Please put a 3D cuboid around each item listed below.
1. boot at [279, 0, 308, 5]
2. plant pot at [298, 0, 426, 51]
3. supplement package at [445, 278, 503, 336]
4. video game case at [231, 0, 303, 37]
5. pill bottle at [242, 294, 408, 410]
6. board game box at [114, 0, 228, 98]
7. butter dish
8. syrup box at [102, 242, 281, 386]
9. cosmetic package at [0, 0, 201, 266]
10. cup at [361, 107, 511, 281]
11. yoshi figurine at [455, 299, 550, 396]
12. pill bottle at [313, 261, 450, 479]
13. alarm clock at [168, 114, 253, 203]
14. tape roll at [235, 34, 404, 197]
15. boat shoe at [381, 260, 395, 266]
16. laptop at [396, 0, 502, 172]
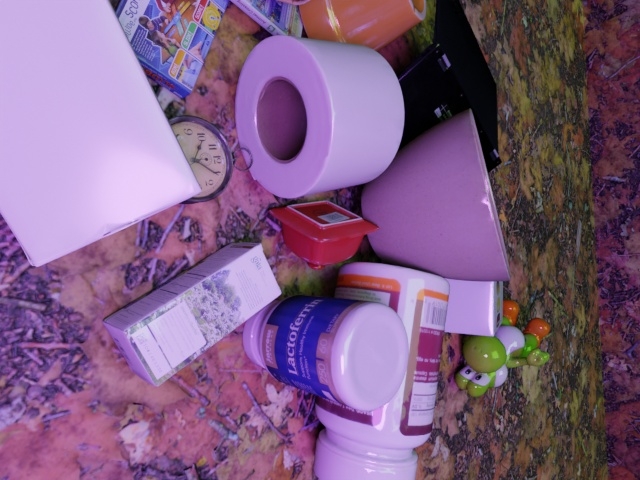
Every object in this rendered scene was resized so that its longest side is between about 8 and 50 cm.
[{"bbox_3d":[0.010,-0.493,0.697,0.262,0.095,0.203,5,71,2],"label":"boot"},{"bbox_3d":[0.091,-0.451,0.804,0.205,0.188,0.205,16,71,-54],"label":"plant pot"},{"bbox_3d":[0.381,0.152,1.063,0.244,0.134,0.139,3,87,-62],"label":"supplement package"},{"bbox_3d":[-0.101,-0.478,0.749,0.193,0.023,0.212,25,62,-39],"label":"video game case"},{"bbox_3d":[-0.005,0.167,0.682,0.153,0.264,0.153,3,85,-42],"label":"pill bottle"},{"bbox_3d":[-0.231,-0.344,0.646,0.136,0.035,0.201,29,70,-38],"label":"board game box"},{"bbox_3d":[0.000,0.000,0.790,0.160,0.160,0.118,-12,120,-41],"label":"butter dish"},{"bbox_3d":[-0.183,0.098,0.636,0.237,0.096,0.093,-36,114,-37],"label":"syrup box"},{"bbox_3d":[-0.300,-0.183,0.461,0.197,0.155,0.365,-25,109,-12],"label":"cosmetic package"},{"bbox_3d":[0.221,-0.065,0.844,0.331,0.237,0.331,40,44,-53],"label":"cup"},{"bbox_3d":[0.521,0.297,1.211,0.362,0.203,0.203,-29,92,-36],"label":"yoshi figurine"},{"bbox_3d":[0.113,0.253,0.810,0.224,0.224,0.392,19,78,-40],"label":"pill bottle"},{"bbox_3d":[-0.190,-0.124,0.658,0.192,0.064,0.129,-11,96,-38],"label":"alarm clock"},{"bbox_3d":[-0.007,-0.203,0.704,0.169,0.246,0.246,-18,101,-40],"label":"tape roll"},{"bbox_3d":[0.207,0.116,0.988,0.103,0.113,0.302,34,58,-64],"label":"boat shoe"},{"bbox_3d":[0.253,-0.312,0.986,0.408,0.236,0.382,-40,132,14],"label":"laptop"}]
